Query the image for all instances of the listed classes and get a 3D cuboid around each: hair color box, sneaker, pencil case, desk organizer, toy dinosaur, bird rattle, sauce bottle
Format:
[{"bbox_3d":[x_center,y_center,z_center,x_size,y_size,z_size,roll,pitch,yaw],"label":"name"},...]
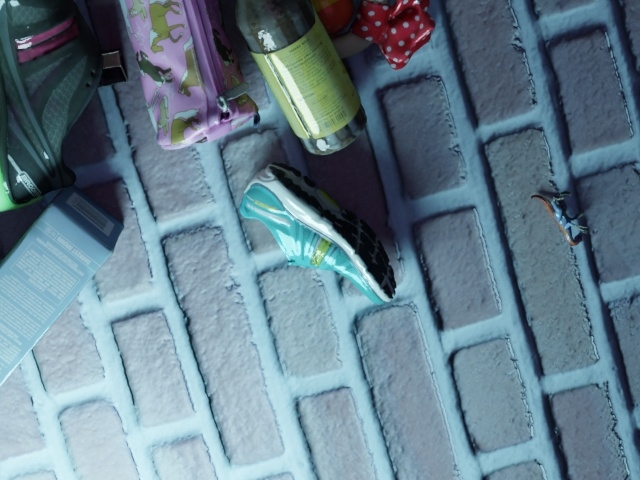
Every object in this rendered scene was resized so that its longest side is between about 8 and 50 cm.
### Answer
[{"bbox_3d":[-0.448,0.103,1.757,0.113,0.185,0.374,40,97,-10],"label":"hair color box"},{"bbox_3d":[-0.397,-0.279,1.650,0.202,0.185,0.483,-7,118,-35],"label":"sneaker"},{"bbox_3d":[-0.201,-0.325,1.692,0.167,0.160,0.386,-11,100,23],"label":"pencil case"},{"bbox_3d":[-0.348,-0.241,1.767,0.130,0.047,0.050,-11,103,0],"label":"desk organizer"},{"bbox_3d":[0.371,-0.032,1.855,0.090,0.047,0.082,6,113,30],"label":"toy dinosaur"},{"bbox_3d":[0.000,0.000,1.818,0.275,0.107,0.110,41,116,-4],"label":"sneaker"},{"bbox_3d":[0.039,-0.347,1.750,0.206,0.143,0.253,-24,118,17],"label":"bird rattle"},{"bbox_3d":[-0.046,-0.279,1.683,0.111,0.111,0.344,-27,125,3],"label":"sauce bottle"}]
